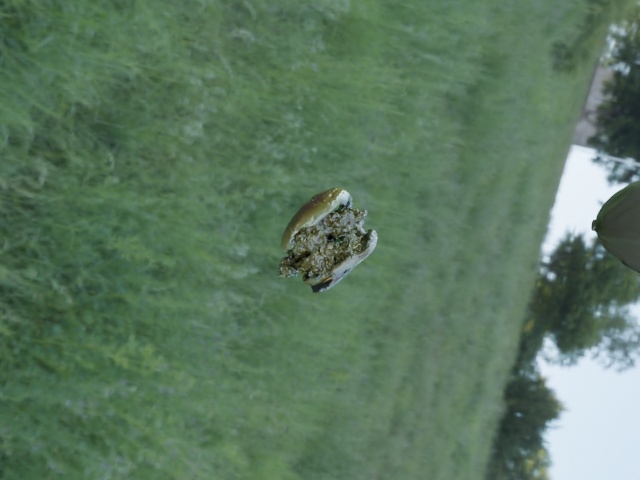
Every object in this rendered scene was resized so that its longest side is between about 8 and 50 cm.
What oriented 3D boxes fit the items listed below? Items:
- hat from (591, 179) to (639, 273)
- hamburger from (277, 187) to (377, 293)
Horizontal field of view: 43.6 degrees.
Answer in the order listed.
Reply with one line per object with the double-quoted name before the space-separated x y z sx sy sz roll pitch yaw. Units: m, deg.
"hat" 0.364 -0.052 0.771 0.166 0.144 0.173 -61 171 -64
"hamburger" 0.000 0.000 1.313 0.185 0.131 0.159 -39 -175 10
